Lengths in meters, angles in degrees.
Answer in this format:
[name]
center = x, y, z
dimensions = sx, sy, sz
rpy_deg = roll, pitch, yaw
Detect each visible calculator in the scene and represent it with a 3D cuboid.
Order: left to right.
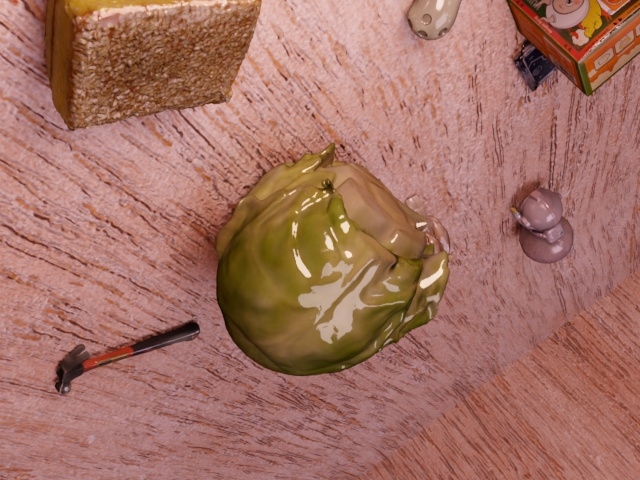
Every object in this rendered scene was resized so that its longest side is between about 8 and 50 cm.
[calculator]
center = 0.497, -0.413, 1.640
dimensions = 0.274, 0.028, 0.166
rpy_deg = -43, 152, 11

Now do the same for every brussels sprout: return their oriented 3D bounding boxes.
[brussels sprout]
center = -0.006, 0.060, 1.462
dimensions = 0.361, 0.342, 0.425
rpy_deg = -44, 150, 19

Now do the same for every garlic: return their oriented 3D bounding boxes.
[garlic]
center = 0.213, -0.011, 1.862
dimensions = 0.131, 0.127, 0.194
rpy_deg = -50, 132, -29

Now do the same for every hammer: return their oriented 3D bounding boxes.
[hammer]
center = -0.362, 0.212, 1.615
dimensions = 0.288, 0.033, 0.111
rpy_deg = -16, 147, -35

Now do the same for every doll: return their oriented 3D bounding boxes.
[doll]
center = 0.582, -0.042, 2.196
dimensions = 0.151, 0.151, 0.287
rpy_deg = -36, 149, -1

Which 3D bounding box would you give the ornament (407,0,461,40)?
[ornament]
center = 0.194, -0.382, 1.300
dimensions = 0.156, 0.081, 0.075
rpy_deg = -50, -173, 21

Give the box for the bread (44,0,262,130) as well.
[bread]
center = -0.205, -0.244, 1.016
dimensions = 0.234, 0.110, 0.184
rpy_deg = -16, 149, -31

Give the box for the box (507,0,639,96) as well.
[box]
center = 0.453, -0.391, 1.443
dimensions = 0.177, 0.195, 0.148
rpy_deg = -41, 152, 9
